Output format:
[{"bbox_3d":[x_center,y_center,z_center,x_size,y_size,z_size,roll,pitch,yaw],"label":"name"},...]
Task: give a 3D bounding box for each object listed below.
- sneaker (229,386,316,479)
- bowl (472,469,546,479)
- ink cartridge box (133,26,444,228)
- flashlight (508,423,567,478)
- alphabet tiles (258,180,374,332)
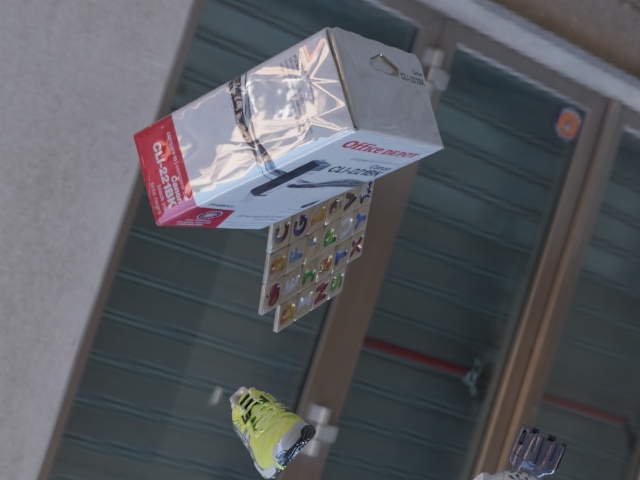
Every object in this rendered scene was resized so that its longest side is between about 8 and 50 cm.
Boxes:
[{"bbox_3d":[-0.122,0.396,2.053,0.147,0.145,0.384,48,164,-7],"label":"sneaker"},{"bbox_3d":[0.219,0.351,1.251,0.080,0.170,0.170,41,179,6],"label":"bowl"},{"bbox_3d":[-0.032,-0.110,1.063,0.273,0.114,0.197,-23,167,31],"label":"ink cartridge box"},{"bbox_3d":[0.394,0.523,1.906,0.103,0.304,0.103,21,-176,-41],"label":"flashlight"},{"bbox_3d":[0.000,0.000,1.717,0.011,0.285,0.342,22,-153,25],"label":"alphabet tiles"}]
